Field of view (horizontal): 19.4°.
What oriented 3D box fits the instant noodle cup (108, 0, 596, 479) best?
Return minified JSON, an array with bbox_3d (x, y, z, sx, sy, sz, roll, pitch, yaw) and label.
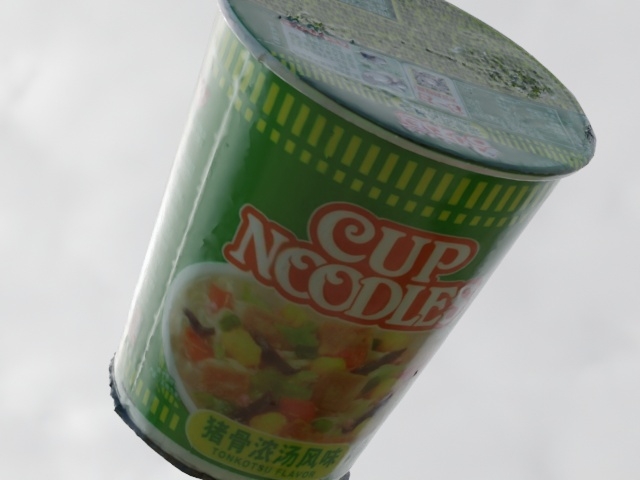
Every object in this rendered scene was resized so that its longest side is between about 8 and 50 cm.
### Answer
[{"bbox_3d":[0.000,0.000,0.960,0.207,0.207,0.232,15,-61,-20],"label":"instant noodle cup"}]
